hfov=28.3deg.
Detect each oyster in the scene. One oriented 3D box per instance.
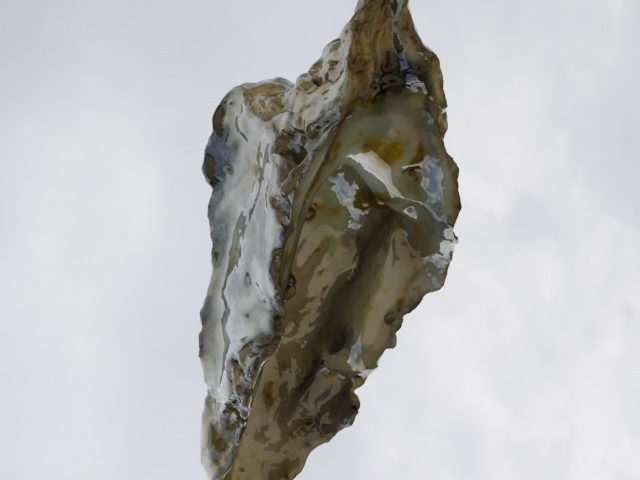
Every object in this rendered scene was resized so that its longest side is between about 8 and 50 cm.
[{"bbox_3d":[-0.005,-0.001,0.782,0.166,0.110,0.341,-14,-58,-25],"label":"oyster"}]
